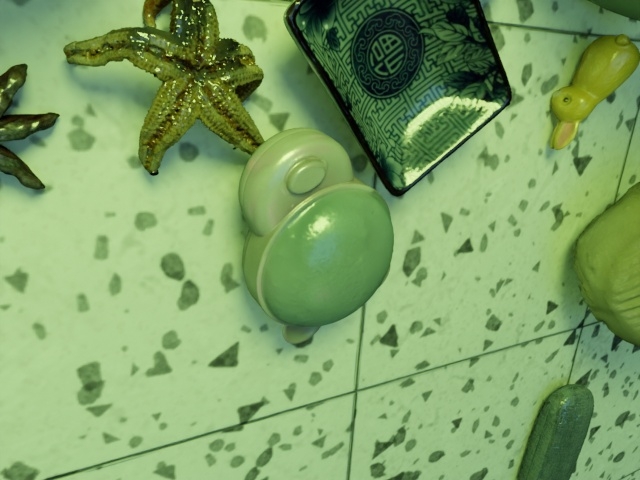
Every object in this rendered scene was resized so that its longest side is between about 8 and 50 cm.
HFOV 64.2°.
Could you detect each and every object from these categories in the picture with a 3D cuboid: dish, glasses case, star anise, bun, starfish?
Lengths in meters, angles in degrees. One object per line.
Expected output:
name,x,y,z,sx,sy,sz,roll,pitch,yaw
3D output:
dish,0.080,-0.192,0.535,0.182,0.080,0.243,-40,127,-2
glasses case,0.457,0.407,0.996,0.109,0.067,0.283,1,110,-26
star anise,-0.279,-0.090,0.405,0.141,0.042,0.141,-11,114,-27
bun,0.584,0.015,0.801,0.361,0.235,0.326,8,133,-4
starfish,-0.120,-0.129,0.464,0.146,0.074,0.190,-50,126,-10

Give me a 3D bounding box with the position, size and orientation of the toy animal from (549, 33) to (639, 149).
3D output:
toy animal,0.364,-0.201,0.706,0.159,0.070,0.083,-57,166,17

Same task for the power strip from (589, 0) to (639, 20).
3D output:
power strip,0.420,-0.346,0.512,0.357,0.357,0.161,16,98,-33

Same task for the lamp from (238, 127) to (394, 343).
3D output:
lamp,0.001,0.000,0.542,0.179,0.108,0.246,-36,131,-21
